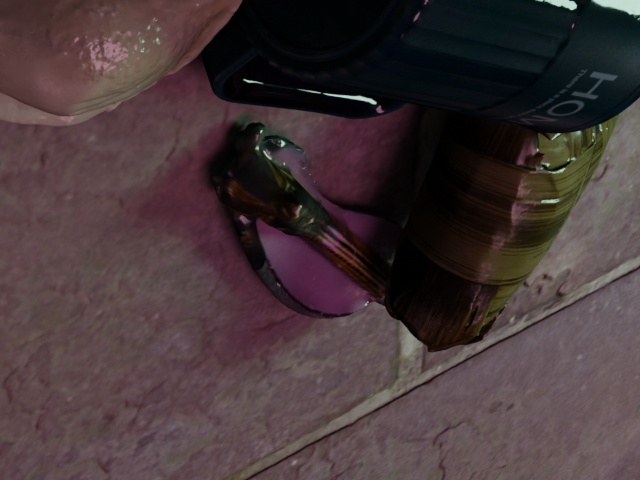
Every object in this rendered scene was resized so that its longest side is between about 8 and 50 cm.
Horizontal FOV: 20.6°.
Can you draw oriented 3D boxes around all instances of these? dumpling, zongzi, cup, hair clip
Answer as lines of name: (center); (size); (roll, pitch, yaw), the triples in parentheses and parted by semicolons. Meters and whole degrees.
dumpling: (-0.168, -0.139, 1.250); (0.216, 0.126, 0.166); (-31, 160, -23)
zongzi: (0.191, -0.047, 1.707); (0.288, 0.134, 0.286); (-27, 146, -56)
cup: (0.080, -0.217, 1.358); (0.292, 0.308, 0.242); (4, 92, -47)
hair clip: (-0.002, 0.002, 1.624); (0.359, 0.096, 0.110); (43, 58, -64)
